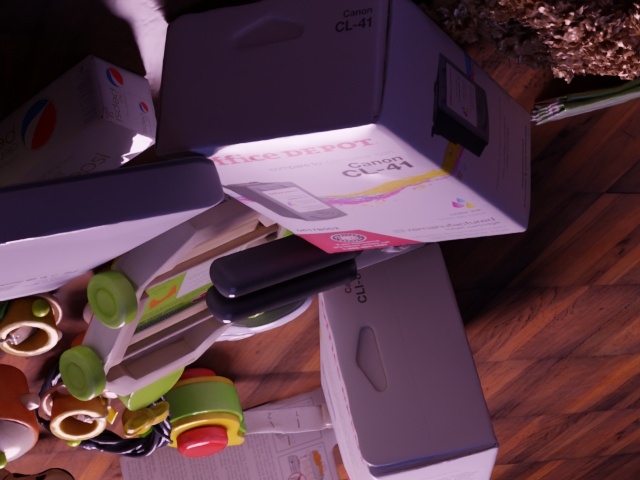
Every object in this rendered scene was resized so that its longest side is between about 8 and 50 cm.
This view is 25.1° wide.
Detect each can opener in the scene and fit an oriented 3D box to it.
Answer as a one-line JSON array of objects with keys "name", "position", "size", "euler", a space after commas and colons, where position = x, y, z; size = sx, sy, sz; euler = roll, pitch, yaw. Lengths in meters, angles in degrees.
[{"name": "can opener", "position": [0.000, 0.000, 1.494], "size": [0.283, 0.095, 0.076], "euler": [-18, 140, -28]}]

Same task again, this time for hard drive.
[{"name": "hard drive", "position": [-0.268, 0.008, 1.259], "size": [0.233, 0.047, 0.353], "euler": [-12, 174, -34]}]

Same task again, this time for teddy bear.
[{"name": "teddy bear", "position": [0.252, -0.181, 1.245], "size": [0.338, 0.113, 0.245], "euler": [7, 168, -38]}]

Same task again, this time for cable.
[{"name": "cable", "position": [-0.267, 0.211, 1.841], "size": [0.184, 0.047, 0.150], "euler": [26, 119, -9]}]

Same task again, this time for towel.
[{"name": "towel", "position": [0.275, -0.144, 1.424], "size": [0.113, 0.023, 0.152], "euler": [-15, 180, -4]}]

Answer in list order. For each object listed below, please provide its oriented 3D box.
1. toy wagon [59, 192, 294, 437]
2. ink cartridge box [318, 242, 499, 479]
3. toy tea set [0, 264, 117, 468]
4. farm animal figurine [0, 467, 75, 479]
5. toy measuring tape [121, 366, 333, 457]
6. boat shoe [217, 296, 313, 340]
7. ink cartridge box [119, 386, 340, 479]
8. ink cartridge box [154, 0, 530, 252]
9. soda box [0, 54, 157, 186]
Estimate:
[{"name": "toy wagon", "position": [-0.158, 0.080, 1.526], "size": [0.267, 0.068, 0.344], "euler": [-25, 153, -43]}, {"name": "ink cartridge box", "position": [0.103, 0.214, 1.831], "size": [0.160, 0.279, 0.384], "euler": [-13, 154, -4]}, {"name": "toy tea set", "position": [-0.302, 0.161, 1.654], "size": [0.200, 0.124, 0.336], "euler": [6, 138, -22]}, {"name": "farm animal figurine", "position": [-0.509, 0.339, 1.933], "size": [0.327, 0.172, 0.330], "euler": [-11, 165, 23]}, {"name": "toy measuring tape", "position": [-0.107, 0.230, 1.952], "size": [0.330, 0.121, 0.121], "euler": [1, 151, -26]}, {"name": "boat shoe", "position": [-0.106, 0.075, 1.698], "size": [0.226, 0.083, 0.076], "euler": [-11, 169, 20]}, {"name": "ink cartridge box", "position": [-0.082, 0.404, 2.094], "size": [0.385, 0.308, 0.091], "euler": [-20, 154, 10]}, {"name": "ink cartridge box", "position": [0.030, -0.096, 1.279], "size": [0.226, 0.131, 0.306], "euler": [-6, 162, 30]}, {"name": "soda box", "position": [-0.249, -0.078, 1.305], "size": [0.216, 0.069, 0.074], "euler": [-30, 150, 31]}]
